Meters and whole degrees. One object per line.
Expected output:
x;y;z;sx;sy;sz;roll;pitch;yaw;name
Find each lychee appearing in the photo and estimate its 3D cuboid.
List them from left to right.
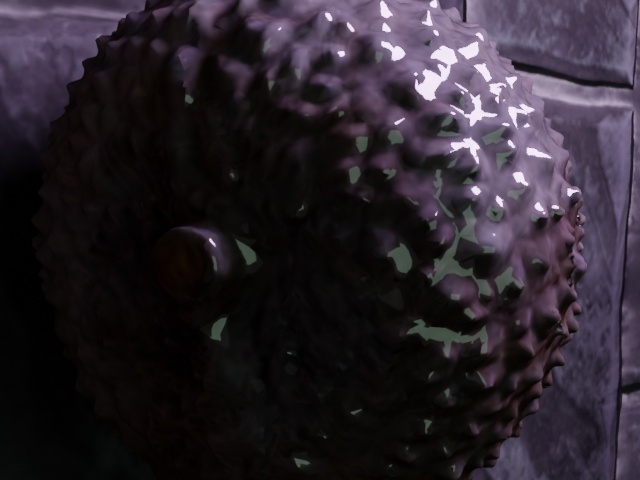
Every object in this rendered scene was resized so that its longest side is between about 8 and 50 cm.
0.003;-0.003;0.789;0.300;0.300;0.300;-7;100;-49;lychee
